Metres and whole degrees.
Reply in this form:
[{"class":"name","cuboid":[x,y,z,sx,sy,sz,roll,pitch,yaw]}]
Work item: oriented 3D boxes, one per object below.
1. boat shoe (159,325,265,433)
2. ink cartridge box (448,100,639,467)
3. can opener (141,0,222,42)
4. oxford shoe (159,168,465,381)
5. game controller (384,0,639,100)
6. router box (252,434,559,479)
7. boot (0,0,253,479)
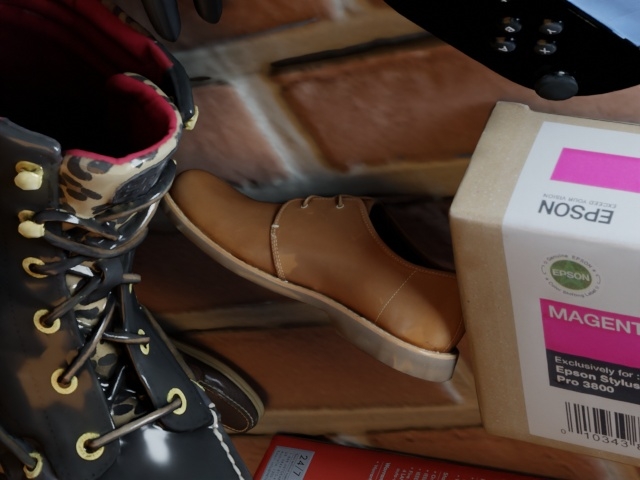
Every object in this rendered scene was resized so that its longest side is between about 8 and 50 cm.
[{"class":"boat shoe","cuboid":[-0.110,0.093,1.203,0.152,0.049,0.056,32,142,-7]},{"class":"ink cartridge box","cuboid":[0.196,0.038,0.927,0.234,0.088,0.193,10,140,23]},{"class":"can opener","cuboid":[-0.083,-0.177,0.881,0.059,0.073,0.186,-23,134,-1]},{"class":"oxford shoe","cuboid":[0.000,0.000,1.019,0.212,0.076,0.076,27,106,22]},{"class":"game controller","cuboid":[0.173,-0.137,0.725,0.166,0.067,0.319,15,156,-42]},{"class":"router box","cuboid":[0.124,0.295,1.273,0.301,0.082,0.335,7,138,24]},{"class":"boot","cuboid":[-0.127,0.037,0.998,0.377,0.138,0.284,52,147,27]}]
